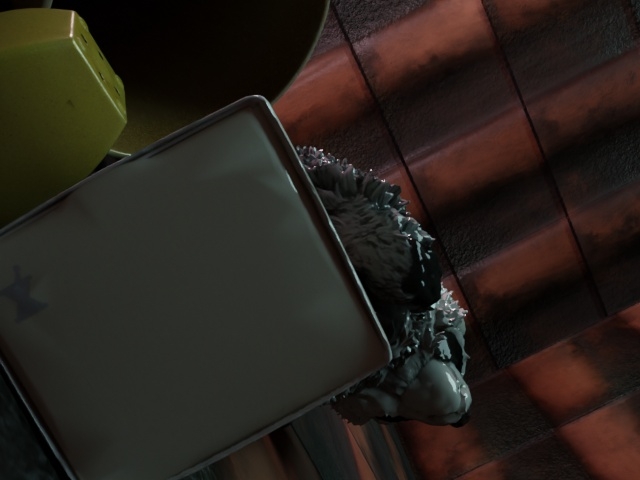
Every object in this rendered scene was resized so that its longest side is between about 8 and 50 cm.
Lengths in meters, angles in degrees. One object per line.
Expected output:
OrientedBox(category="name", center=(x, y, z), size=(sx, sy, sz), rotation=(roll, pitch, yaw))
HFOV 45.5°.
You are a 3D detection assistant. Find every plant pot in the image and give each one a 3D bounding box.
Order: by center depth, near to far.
OrientedBox(category="plant pot", center=(-0.142, -0.067, 0.370), size=(0.081, 0.083, 0.081), rotation=(62, 2, -35))
OrientedBox(category="plant pot", center=(-0.157, -0.234, 0.614), size=(0.254, 0.237, 0.237), rotation=(50, -6, 30))

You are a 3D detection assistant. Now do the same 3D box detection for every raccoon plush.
OrientedBox(category="raccoon plush", center=(0.000, 0.000, 0.776), size=(0.446, 0.216, 0.299), rotation=(64, 11, 18))

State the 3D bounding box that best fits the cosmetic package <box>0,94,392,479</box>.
OrientedBox(category="cosmetic package", center=(-0.062, 0.015, 0.453), size=(0.129, 0.153, 0.296), rotation=(62, 3, -5))
